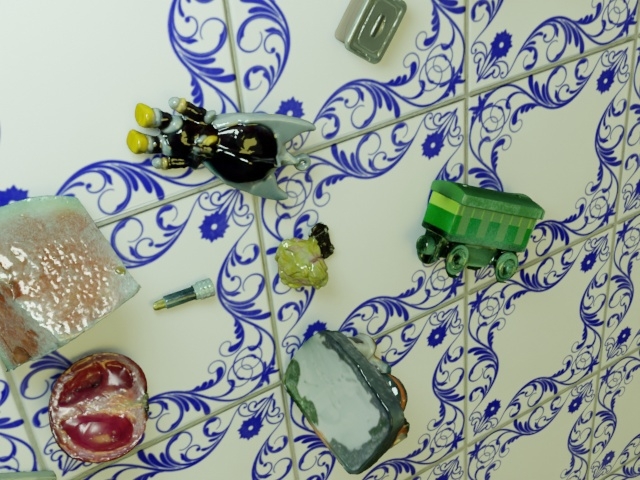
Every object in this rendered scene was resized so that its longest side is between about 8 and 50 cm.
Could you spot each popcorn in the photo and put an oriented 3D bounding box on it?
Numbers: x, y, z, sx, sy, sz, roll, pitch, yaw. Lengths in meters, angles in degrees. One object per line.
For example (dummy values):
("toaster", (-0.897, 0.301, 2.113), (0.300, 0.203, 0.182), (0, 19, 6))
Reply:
("popcorn", (-0.038, 0.046, 1.621), (0.109, 0.089, 0.097), (27, 140, -24))

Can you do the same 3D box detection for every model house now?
("model house", (0.112, 0.317, 1.776), (0.301, 0.271, 0.190), (3, 128, -53))

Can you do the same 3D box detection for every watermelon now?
("watermelon", (-0.416, 0.070, 1.289), (0.213, 0.201, 0.261), (-33, 126, -27))

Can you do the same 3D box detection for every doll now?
("doll", (-0.160, -0.154, 1.410), (0.316, 0.103, 0.145), (8, 94, -29))

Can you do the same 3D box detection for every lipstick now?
("lipstick", (-0.251, 0.102, 1.535), (0.116, 0.037, 0.037), (-19, 124, -19))

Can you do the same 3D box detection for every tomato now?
("tomato", (-0.397, 0.300, 1.502), (0.173, 0.099, 0.189), (3, 73, -20))

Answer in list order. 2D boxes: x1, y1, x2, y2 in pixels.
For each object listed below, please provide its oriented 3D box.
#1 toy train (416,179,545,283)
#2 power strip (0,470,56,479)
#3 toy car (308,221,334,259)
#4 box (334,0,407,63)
("toy train", (0.336, -0.019, 1.824), (0.301, 0.120, 0.202), (7, 106, -37))
("power strip", (-0.566, 0.453, 1.506), (0.227, 0.029, 0.080), (9, 107, -37))
("toy car", (0.000, 0.000, 1.657), (0.041, 0.025, 0.093), (-33, 132, -18))
("box", (0.085, -0.384, 1.483), (0.089, 0.062, 0.122), (19, 103, -40))
